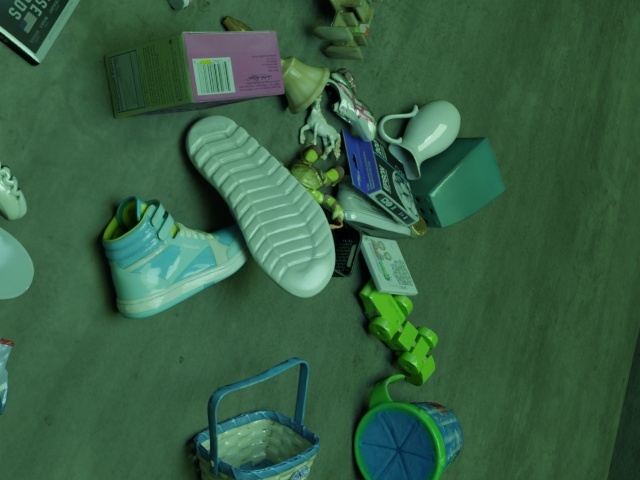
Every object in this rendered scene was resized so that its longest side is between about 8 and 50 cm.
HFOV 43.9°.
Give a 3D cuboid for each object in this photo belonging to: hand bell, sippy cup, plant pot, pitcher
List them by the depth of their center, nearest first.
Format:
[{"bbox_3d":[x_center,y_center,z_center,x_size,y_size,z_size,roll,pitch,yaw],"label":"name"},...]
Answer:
[{"bbox_3d":[-0.108,-0.392,1.683,0.242,0.126,0.126,38,64,-27],"label":"hand bell"},{"bbox_3d":[0.236,0.498,1.957,0.224,0.240,0.306,2,98,-56],"label":"sippy cup"},{"bbox_3d":[0.254,-0.287,2.042,0.207,0.125,0.178,-47,107,-22],"label":"pitcher"},{"bbox_3d":[0.336,-0.142,2.092,0.234,0.165,0.166,-40,118,-30],"label":"plant pot"}]

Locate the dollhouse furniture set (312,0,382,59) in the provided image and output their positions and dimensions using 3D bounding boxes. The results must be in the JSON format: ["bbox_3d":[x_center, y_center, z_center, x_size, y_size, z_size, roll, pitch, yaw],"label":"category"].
[{"bbox_3d":[0.019,-0.562,1.798,0.242,0.160,0.212,47,56,-58],"label":"dollhouse furniture set"}]

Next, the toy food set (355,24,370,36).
[{"bbox_3d":[0.093,-0.536,1.932,0.083,0.020,0.083,-28,110,-43],"label":"toy food set"}]

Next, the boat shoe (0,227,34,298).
[{"bbox_3d":[-0.582,0.004,1.176,0.306,0.105,0.113,22,78,-37],"label":"boat shoe"}]

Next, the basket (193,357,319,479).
[{"bbox_3d":[-0.121,0.395,1.585,0.254,0.201,0.289,-15,111,-44],"label":"basket"}]

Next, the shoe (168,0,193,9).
[{"bbox_3d":[-0.282,-0.539,1.516,0.081,0.063,0.178,-50,129,-35],"label":"shoe"}]

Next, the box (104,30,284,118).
[{"bbox_3d":[-0.229,-0.300,1.439,0.213,0.243,0.117,-16,102,-45],"label":"box"}]

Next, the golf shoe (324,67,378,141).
[{"bbox_3d":[0.064,-0.307,1.865,0.086,0.067,0.186,-34,97,-29],"label":"golf shoe"}]

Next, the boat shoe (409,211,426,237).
[{"bbox_3d":[0.206,-0.080,2.026,0.063,0.059,0.170,-24,86,-36],"label":"boat shoe"}]

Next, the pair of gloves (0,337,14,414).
[{"bbox_3d":[-0.576,0.213,1.241,0.198,0.023,0.159,27,69,-44],"label":"pair of gloves"}]

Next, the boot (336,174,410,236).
[{"bbox_3d":[0.134,-0.083,1.927,0.258,0.095,0.124,17,73,-48],"label":"boot"}]

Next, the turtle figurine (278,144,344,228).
[{"bbox_3d":[-0.041,-0.139,1.699,0.087,0.269,0.217,-65,173,31],"label":"turtle figurine"}]

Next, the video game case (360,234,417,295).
[{"bbox_3d":[0.165,0.062,1.957,0.143,0.019,0.157,9,52,-46],"label":"video game case"}]

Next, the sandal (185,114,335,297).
[{"bbox_3d":[-0.113,-0.071,1.580,0.169,0.102,0.416,-31,83,-18],"label":"sandal"}]

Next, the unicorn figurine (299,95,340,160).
[{"bbox_3d":[-0.002,-0.258,1.817,0.162,0.060,0.111,49,53,-53],"label":"unicorn figurine"}]

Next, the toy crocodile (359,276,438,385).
[{"bbox_3d":[0.194,0.233,1.996,0.341,0.105,0.115,53,55,-27],"label":"toy crocodile"}]

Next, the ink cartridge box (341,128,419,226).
[{"bbox_3d":[0.142,-0.158,1.889,0.208,0.045,0.206,34,33,-37],"label":"ink cartridge box"}]

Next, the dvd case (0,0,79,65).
[{"bbox_3d":[-0.516,-0.430,1.295,0.238,0.029,0.179,40,63,-38],"label":"dvd case"}]

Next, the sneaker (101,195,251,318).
[{"bbox_3d":[-0.265,-0.010,1.489,0.319,0.127,0.208,-33,115,-42],"label":"sneaker"}]

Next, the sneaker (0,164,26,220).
[{"bbox_3d":[-0.573,-0.124,1.193,0.292,0.110,0.118,48,65,-25],"label":"sneaker"}]

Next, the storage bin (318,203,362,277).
[{"bbox_3d":[0.000,0.000,1.794,0.180,0.084,0.122,32,68,-41],"label":"storage bin"}]
